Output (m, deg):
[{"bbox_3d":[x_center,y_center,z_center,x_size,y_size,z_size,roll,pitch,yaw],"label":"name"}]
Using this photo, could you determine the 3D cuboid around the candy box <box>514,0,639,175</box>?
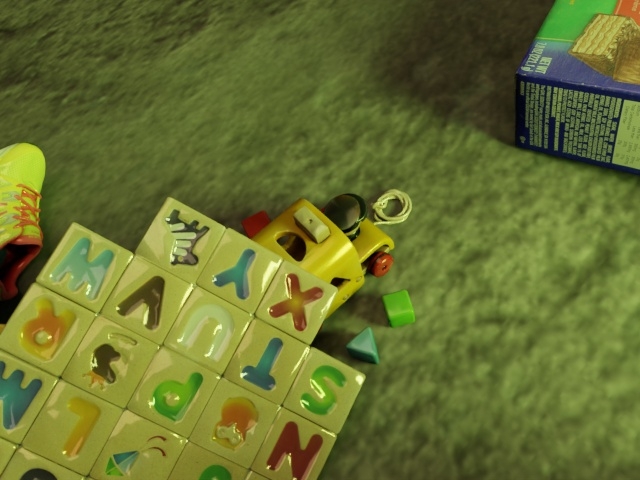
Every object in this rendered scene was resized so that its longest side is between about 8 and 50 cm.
[{"bbox_3d":[0.397,-0.190,0.584,0.317,0.122,0.268,20,66,29],"label":"candy box"}]

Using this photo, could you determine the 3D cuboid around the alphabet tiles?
[{"bbox_3d":[-0.134,0.151,0.476,0.285,0.011,0.343,30,78,-8],"label":"alphabet tiles"}]

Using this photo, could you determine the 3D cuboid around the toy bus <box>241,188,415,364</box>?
[{"bbox_3d":[-0.005,0.011,0.580,0.190,0.104,0.202,-2,60,10],"label":"toy bus"}]

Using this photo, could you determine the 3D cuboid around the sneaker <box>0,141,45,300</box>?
[{"bbox_3d":[-0.364,-0.018,0.693,0.094,0.081,0.209,7,73,16],"label":"sneaker"}]

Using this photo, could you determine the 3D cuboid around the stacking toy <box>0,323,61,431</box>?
[{"bbox_3d":[-0.362,0.160,0.585,0.309,0.130,0.280,29,98,19],"label":"stacking toy"}]
